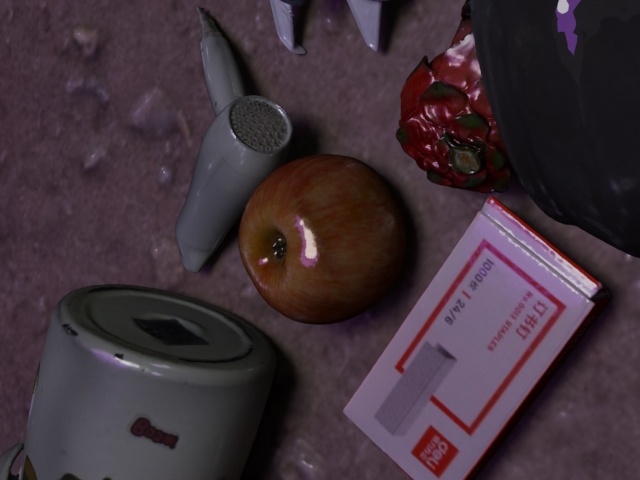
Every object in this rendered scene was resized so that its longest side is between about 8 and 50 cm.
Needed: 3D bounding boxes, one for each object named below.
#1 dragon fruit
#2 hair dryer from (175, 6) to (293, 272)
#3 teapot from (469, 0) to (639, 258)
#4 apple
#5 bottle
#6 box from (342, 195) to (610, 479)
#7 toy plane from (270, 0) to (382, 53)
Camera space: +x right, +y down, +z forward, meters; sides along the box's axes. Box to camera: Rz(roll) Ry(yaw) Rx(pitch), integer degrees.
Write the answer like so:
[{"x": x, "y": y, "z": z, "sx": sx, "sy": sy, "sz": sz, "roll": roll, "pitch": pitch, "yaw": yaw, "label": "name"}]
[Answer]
[{"x": 0.126, "y": -0.104, "z": 0.909, "sx": 0.142, "sy": 0.130, "sz": 0.121, "roll": -33, "pitch": 58, "yaw": -4, "label": "dragon fruit"}, {"x": -0.105, "y": -0.119, "z": 1.119, "sx": 0.206, "sy": 0.075, "sz": 0.237, "roll": 128, "pitch": 139, "yaw": -50, "label": "hair dryer"}, {"x": 0.280, "y": -0.180, "z": 0.664, "sx": 0.362, "sy": 0.376, "sz": 0.305, "roll": -11, "pitch": 42, "yaw": 28, "label": "teapot"}, {"x": 0.000, "y": 0.000, "z": 0.994, "sx": 0.146, "sy": 0.131, "sz": 0.146, "roll": 4, "pitch": 97, "yaw": 38, "label": "apple"}, {"x": -0.188, "y": 0.231, "z": 1.090, "sx": 0.229, "sy": 0.229, "sz": 0.351, "roll": 27, "pitch": 108, "yaw": 35, "label": "bottle"}, {"x": 0.124, "y": 0.089, "z": 0.940, "sx": 0.123, "sy": 0.050, "sz": 0.229, "roll": 41, "pitch": 113, "yaw": 22, "label": "box"}, {"x": -0.020, "y": -0.284, "z": 1.003, "sx": 0.255, "sy": 0.101, "sz": 0.251, "roll": 44, "pitch": 133, "yaw": 13, "label": "toy plane"}]
